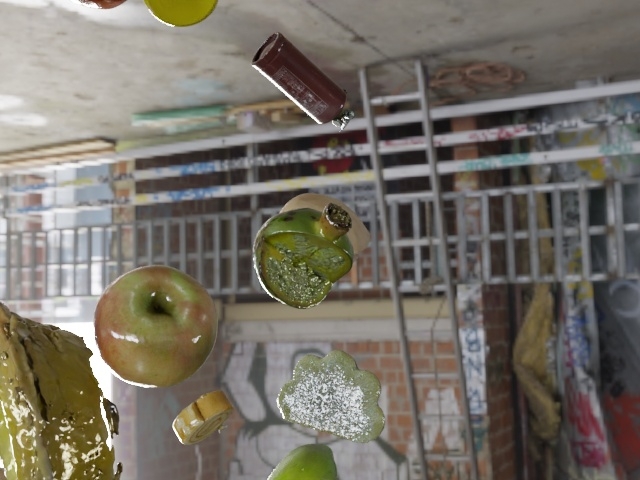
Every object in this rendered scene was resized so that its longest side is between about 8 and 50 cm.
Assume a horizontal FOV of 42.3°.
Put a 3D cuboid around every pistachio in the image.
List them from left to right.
[{"bbox_3d":[0.000,0.000,1.678,0.187,0.188,0.299,-4,180,23],"label":"pistachio"}]

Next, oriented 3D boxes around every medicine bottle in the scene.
[{"bbox_3d":[-0.231,-0.436,1.326,0.121,0.122,0.212,0,-144,-16],"label":"medicine bottle"}]

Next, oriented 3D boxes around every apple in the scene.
[{"bbox_3d":[-0.418,0.223,2.081,0.319,0.319,0.277,1,141,-27],"label":"apple"}]

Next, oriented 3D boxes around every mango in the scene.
[{"bbox_3d":[-0.040,0.616,2.150,0.192,0.156,0.343,-39,179,17],"label":"mango"}]

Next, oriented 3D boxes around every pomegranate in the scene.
[{"bbox_3d":[-0.021,0.006,1.194,0.143,0.169,0.122,22,-158,-17],"label":"pomegranate"}]

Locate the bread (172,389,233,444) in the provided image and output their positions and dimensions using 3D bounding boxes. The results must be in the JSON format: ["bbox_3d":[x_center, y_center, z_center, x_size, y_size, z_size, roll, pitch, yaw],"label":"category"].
[{"bbox_3d":[-0.287,0.437,2.021,0.149,0.073,0.122,-47,153,20],"label":"bread"}]

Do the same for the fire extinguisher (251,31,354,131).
[{"bbox_3d":[-0.026,-0.336,1.824,0.269,0.105,0.104,38,156,-24],"label":"fire extinguisher"}]

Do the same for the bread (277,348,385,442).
[{"bbox_3d":[0.028,0.368,2.015,0.286,0.208,0.056,7,177,23],"label":"bread"}]

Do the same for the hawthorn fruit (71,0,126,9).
[{"bbox_3d":[-0.453,-0.549,1.629,0.196,0.197,0.225,-4,-158,23],"label":"hawthorn fruit"}]

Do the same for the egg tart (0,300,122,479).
[{"bbox_3d":[-0.297,0.205,0.910,0.120,0.315,0.315,-11,180,-26],"label":"egg tart"}]

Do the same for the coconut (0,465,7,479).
[{"bbox_3d":[-0.848,0.700,1.829,0.404,0.405,0.404,-2,175,0],"label":"coconut"}]
